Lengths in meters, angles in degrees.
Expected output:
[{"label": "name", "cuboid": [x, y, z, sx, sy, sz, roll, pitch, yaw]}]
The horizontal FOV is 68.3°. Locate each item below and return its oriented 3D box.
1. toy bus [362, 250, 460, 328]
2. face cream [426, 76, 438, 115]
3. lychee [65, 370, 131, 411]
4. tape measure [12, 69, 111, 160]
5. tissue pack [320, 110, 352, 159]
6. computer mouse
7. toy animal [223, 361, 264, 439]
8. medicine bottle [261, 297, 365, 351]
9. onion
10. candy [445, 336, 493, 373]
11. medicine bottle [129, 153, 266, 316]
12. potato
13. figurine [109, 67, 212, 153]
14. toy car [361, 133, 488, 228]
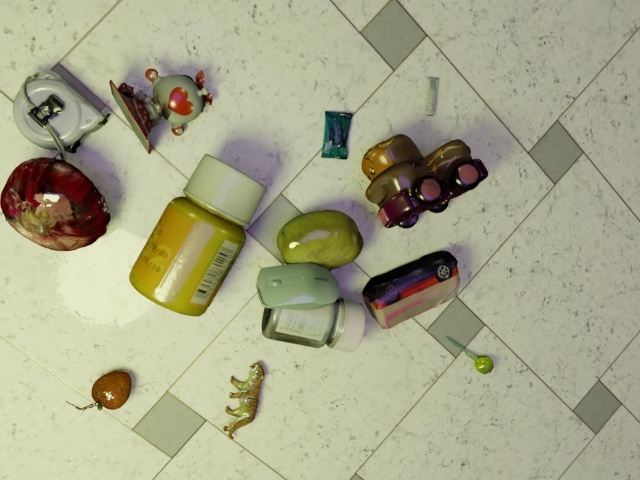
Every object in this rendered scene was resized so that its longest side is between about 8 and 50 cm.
[{"label": "toy bus", "cuboid": [0.281, 0.147, 1.441, 0.303, 0.127, 0.147, -21, 106, -11]}, {"label": "face cream", "cuboid": [0.337, -0.437, 1.434, 0.038, 0.020, 0.115, 2, 95, -12]}, {"label": "lychee", "cuboid": [-0.584, 0.420, 1.294, 0.114, 0.101, 0.140, 33, 74, 17]}, {"label": "tape measure", "cuboid": [-0.665, -0.312, 1.186, 0.196, 0.105, 0.178, 38, 88, -15]}, {"label": "tissue pack", "cuboid": [0.048, -0.308, 1.384, 0.085, 0.028, 0.138, 4, 93, -12]}, {"label": "computer mouse", "cuboid": [-0.059, 0.120, 1.269, 0.231, 0.079, 0.127, 2, 53, -19]}, {"label": "toy animal", "cuboid": [-0.227, 0.479, 1.403, 0.099, 0.057, 0.241, 8, 94, -14]}, {"label": "medicine bottle", "cuboid": [-0.022, 0.225, 1.364, 0.273, 0.165, 0.165, 15, 93, -15]}, {"label": "onion", "cuboid": [-0.647, -0.099, 1.172, 0.252, 0.219, 0.252, 7, 136, 7]}, {"label": "candy", "cuboid": [0.490, 0.373, 1.558, 0.194, 0.062, 0.058, 36, 133, -6]}, {"label": "medicine bottle", "cuboid": [-0.313, -0.016, 1.238, 0.224, 0.224, 0.384, 29, 91, -14]}, {"label": "potato", "cuboid": [0.000, 0.002, 1.345, 0.228, 0.148, 0.197, -23, 117, 6]}, {"label": "figurine", "cuboid": [-0.393, -0.363, 1.229, 0.226, 0.160, 0.183, -32, 103, -16]}, {"label": "toy car", "cuboid": [0.283, -0.191, 1.354, 0.341, 0.271, 0.240, -23, 81, -12]}]
